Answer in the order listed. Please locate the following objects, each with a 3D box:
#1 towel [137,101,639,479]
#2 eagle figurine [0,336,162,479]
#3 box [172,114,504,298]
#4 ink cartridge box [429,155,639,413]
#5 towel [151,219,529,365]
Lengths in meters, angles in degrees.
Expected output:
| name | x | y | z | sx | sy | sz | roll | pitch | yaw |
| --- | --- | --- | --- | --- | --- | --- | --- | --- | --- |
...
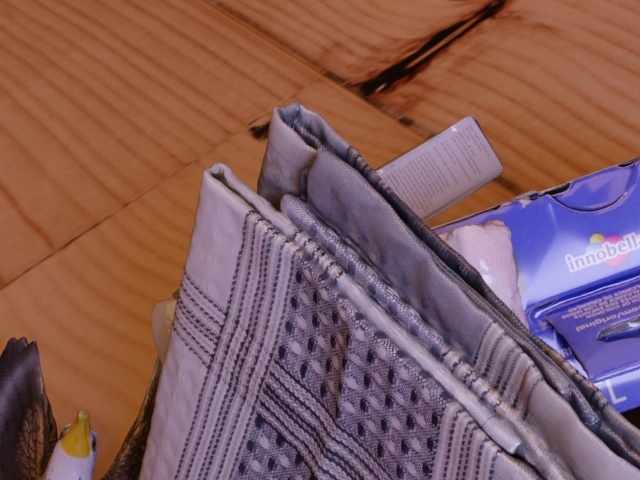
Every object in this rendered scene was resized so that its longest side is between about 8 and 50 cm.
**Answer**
| name | x | y | z | sx | sy | sz | roll | pitch | yaw |
| --- | --- | --- | --- | --- | --- | --- | --- | --- | --- |
| towel | 0.009 | 0.131 | 0.745 | 0.056 | 0.324 | 0.312 | -9 | 42 | -38 |
| eagle figurine | -0.187 | 0.205 | 1.050 | 0.225 | 0.226 | 0.298 | -42 | 11 | 20 |
| box | 0.000 | 0.000 | 1.151 | 0.232 | 0.058 | 0.322 | -31 | 2 | -11 |
| ink cartridge box | 0.188 | 0.028 | 0.938 | 0.270 | 0.151 | 0.395 | -19 | -4 | 3 |
| towel | 0.023 | 0.172 | 0.828 | 0.053 | 0.332 | 0.317 | -11 | -1 | -39 |
